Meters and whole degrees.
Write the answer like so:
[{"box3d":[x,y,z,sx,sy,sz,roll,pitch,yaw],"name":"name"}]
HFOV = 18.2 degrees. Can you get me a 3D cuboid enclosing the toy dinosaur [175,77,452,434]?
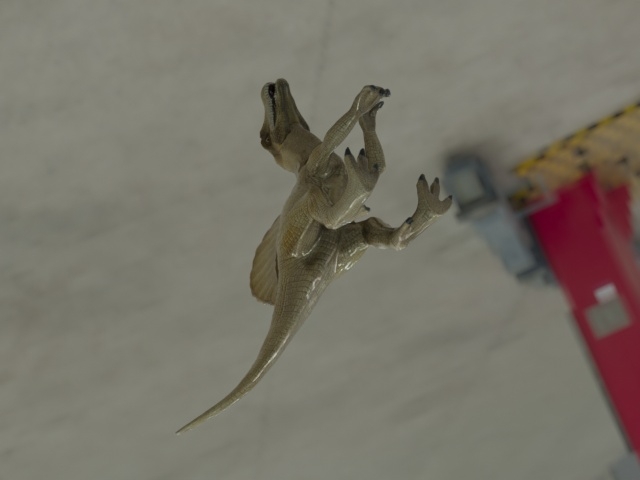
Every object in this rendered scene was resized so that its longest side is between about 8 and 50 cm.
[{"box3d":[0.000,0.000,0.767,0.053,0.183,0.093,35,130,-24],"name":"toy dinosaur"}]
